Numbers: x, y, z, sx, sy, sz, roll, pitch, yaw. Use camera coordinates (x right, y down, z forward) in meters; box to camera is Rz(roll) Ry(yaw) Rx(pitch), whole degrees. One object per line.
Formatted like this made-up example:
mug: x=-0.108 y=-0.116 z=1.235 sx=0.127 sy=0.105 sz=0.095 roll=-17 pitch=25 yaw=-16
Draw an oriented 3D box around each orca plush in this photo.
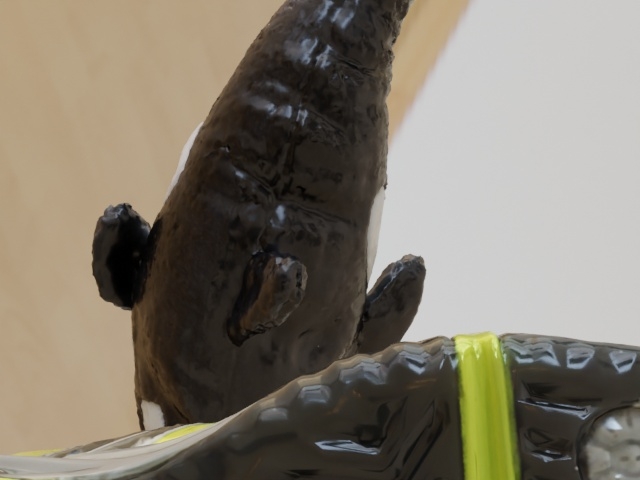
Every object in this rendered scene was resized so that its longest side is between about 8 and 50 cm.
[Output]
orca plush: x=0.000 y=0.000 z=0.806 sx=0.287 sy=0.151 sz=0.102 roll=-55 pitch=-159 yaw=12

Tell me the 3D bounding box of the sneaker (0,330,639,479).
sneaker: x=-0.010 y=0.099 z=0.487 sx=0.147 sy=0.385 sz=0.145 roll=57 pitch=34 yaw=-83
